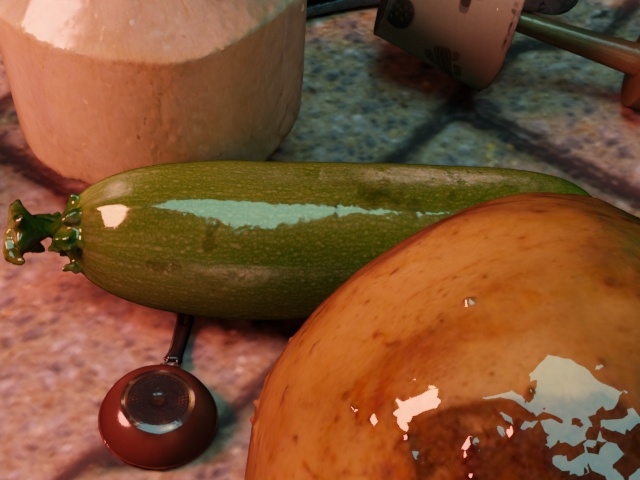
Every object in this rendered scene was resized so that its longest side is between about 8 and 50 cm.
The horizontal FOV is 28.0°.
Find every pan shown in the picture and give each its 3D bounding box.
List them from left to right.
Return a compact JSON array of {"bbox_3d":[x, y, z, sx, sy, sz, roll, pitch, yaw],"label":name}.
[{"bbox_3d":[-0.090,0.079,0.747,0.068,0.023,0.115,8,46,1],"label":"pan"}]

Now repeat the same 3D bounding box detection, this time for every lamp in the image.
[{"bbox_3d":[0.152,-0.162,0.948,0.215,0.121,0.121,17,46,-4],"label":"lamp"}]

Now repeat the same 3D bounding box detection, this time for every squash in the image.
[{"bbox_3d":[0.000,0.000,0.784,0.379,0.101,0.101,2,46,-8],"label":"squash"}]

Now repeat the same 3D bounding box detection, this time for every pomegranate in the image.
[{"bbox_3d":[0.095,0.114,0.569,0.281,0.281,0.281,4,46,-4],"label":"pomegranate"}]

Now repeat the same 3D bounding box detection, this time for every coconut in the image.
[{"bbox_3d":[-0.109,-0.144,0.822,0.202,0.222,0.202,0,47,0],"label":"coconut"}]

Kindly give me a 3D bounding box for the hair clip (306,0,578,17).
[{"bbox_3d":[0.064,-0.199,1.030,0.275,0.048,0.083,-10,50,-10],"label":"hair clip"}]
